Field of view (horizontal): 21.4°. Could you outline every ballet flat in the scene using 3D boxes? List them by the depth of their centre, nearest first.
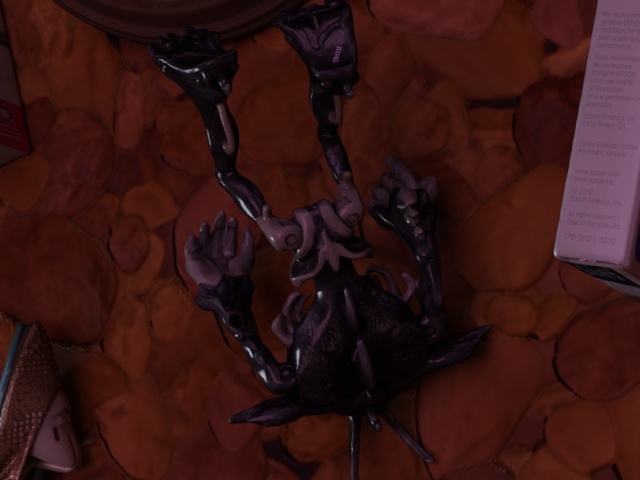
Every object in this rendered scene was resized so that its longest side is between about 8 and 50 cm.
[{"bbox_3d":[-0.193,0.157,1.106,0.067,0.073,0.206,16,91,2],"label":"ballet flat"}]

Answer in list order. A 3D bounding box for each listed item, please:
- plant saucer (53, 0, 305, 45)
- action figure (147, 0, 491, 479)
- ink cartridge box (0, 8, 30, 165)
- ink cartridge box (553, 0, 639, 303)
[{"bbox_3d":[-0.097,-0.262,1.081,0.277,0.041,0.278,2,98,11],"label":"plant saucer"},{"bbox_3d":[0.000,0.000,0.984,0.164,0.141,0.276,-16,112,-2],"label":"action figure"},{"bbox_3d":[-0.268,-0.128,1.163,0.063,0.109,0.150,-23,71,24],"label":"ink cartridge box"},{"bbox_3d":[0.182,-0.074,0.862,0.045,0.206,0.208,11,85,25],"label":"ink cartridge box"}]
